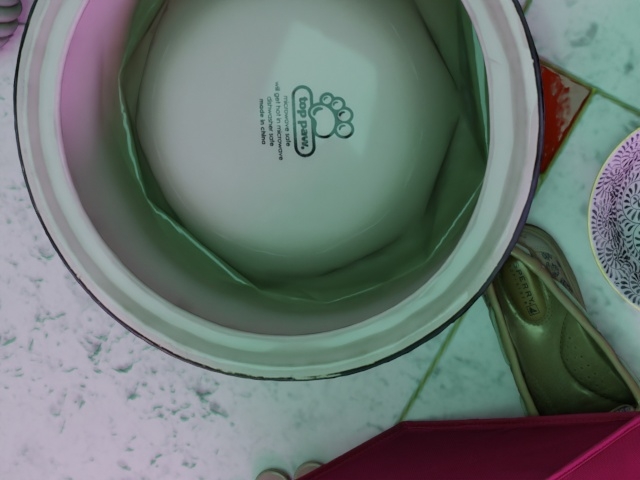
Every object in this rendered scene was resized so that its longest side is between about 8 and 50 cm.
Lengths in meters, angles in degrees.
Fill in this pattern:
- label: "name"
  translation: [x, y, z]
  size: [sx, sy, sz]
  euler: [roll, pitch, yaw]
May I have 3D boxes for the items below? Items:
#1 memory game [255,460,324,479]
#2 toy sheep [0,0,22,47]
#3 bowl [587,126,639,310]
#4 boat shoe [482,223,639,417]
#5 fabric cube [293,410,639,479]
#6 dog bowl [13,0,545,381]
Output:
- label: "memory game"
  translation: [-0.006, 0.290, 1.135]
  size: [0.186, 0.012, 0.186]
  euler: [2, 98, 13]
- label: "toy sheep"
  translation: [-0.310, -0.205, 1.103]
  size: [0.091, 0.091, 0.132]
  euler: [34, 118, 7]
- label: "bowl"
  translation: [0.298, -0.021, 0.980]
  size: [0.170, 0.080, 0.170]
  euler: [2, 98, 14]
- label: "boat shoe"
  translation: [0.205, 0.122, 1.018]
  size: [0.105, 0.089, 0.285]
  euler: [-32, 90, 16]
- label: "fabric cube"
  translation: [0.108, 0.294, 0.941]
  size: [0.259, 0.254, 0.258]
  euler: [-11, 96, 45]
- label: "dog bowl"
  translation: [-0.025, -0.101, 0.993]
  size: [0.408, 0.150, 0.407]
  euler: [2, 101, 12]
